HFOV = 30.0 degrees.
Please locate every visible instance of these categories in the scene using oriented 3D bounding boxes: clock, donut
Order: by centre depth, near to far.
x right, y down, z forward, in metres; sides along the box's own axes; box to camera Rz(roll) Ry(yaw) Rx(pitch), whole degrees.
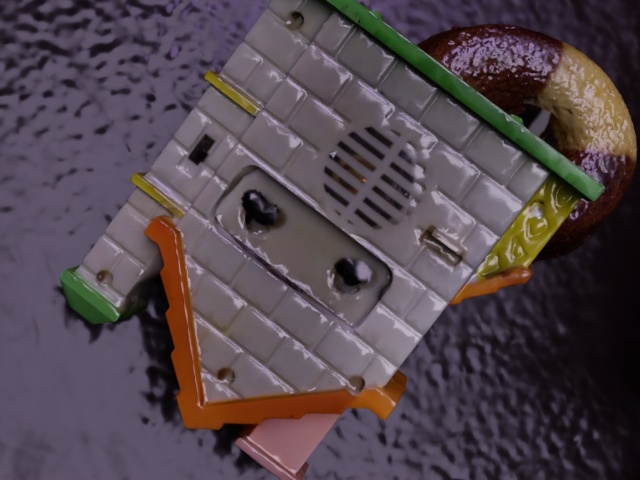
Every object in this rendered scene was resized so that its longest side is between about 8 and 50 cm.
[{"bbox_3d":[0.000,0.000,0.716,0.220,0.106,0.255,38,98,5],"label":"clock"},{"bbox_3d":[0.130,-0.068,0.803,0.184,0.073,0.166,27,80,-7],"label":"donut"}]
